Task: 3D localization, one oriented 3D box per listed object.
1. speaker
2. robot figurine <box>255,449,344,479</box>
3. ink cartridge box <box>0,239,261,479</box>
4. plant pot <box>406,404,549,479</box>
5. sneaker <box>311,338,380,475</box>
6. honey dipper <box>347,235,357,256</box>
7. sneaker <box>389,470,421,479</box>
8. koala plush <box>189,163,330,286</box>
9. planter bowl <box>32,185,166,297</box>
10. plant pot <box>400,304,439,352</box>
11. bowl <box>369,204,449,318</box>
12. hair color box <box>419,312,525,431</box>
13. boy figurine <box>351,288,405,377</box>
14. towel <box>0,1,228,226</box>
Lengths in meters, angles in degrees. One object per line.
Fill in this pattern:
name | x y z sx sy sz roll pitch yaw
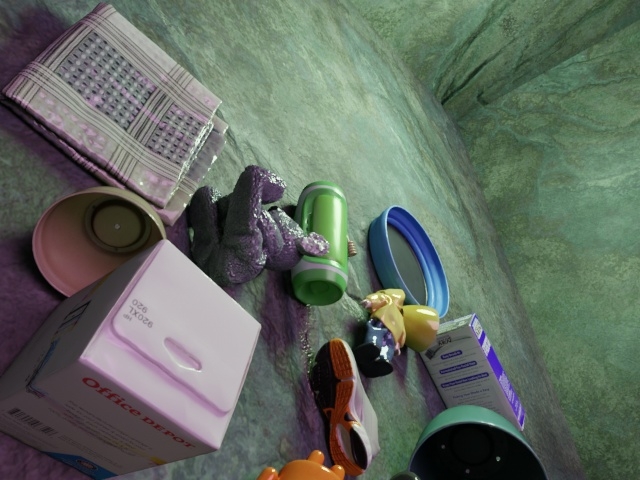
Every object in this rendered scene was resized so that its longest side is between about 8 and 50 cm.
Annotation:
speaker | 0.000 0.000 1.104 0.131 0.131 0.296 39 38 -36
robot figurine | -0.035 0.431 0.718 0.158 0.128 0.219 67 28 -15
ink cartridge box | -0.221 0.145 0.545 0.171 0.233 0.168 47 34 -26
plant pot | 0.358 0.526 1.108 0.292 0.293 0.235 66 13 5
sneaker | 0.059 0.336 0.983 0.121 0.099 0.262 16 62 -61
honey dipper | 0.064 -0.031 1.325 0.031 0.031 0.160 13 53 -53
sneaker | 0.180 0.632 0.935 0.136 0.116 0.313 40 43 -51
koala plush | -0.109 0.001 0.894 0.221 0.196 0.203 20 62 -50
planter bowl | -0.291 -0.005 0.655 0.162 0.162 0.109 49 6 -23
plant pot | 0.254 0.236 1.328 0.095 0.134 0.134 23 44 -15
bowl | 0.290 0.077 1.536 0.391 0.077 0.390 36 40 -37
hair color box | 0.445 0.409 1.410 0.338 0.185 0.110 63 30 -1
boy figurine | 0.157 0.208 1.217 0.177 0.092 0.285 52 31 -18
towel | -0.316 -0.226 0.827 0.324 0.056 0.312 42 42 -29
